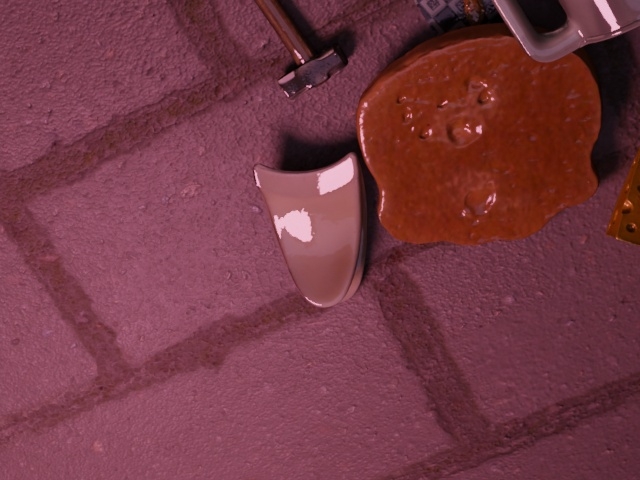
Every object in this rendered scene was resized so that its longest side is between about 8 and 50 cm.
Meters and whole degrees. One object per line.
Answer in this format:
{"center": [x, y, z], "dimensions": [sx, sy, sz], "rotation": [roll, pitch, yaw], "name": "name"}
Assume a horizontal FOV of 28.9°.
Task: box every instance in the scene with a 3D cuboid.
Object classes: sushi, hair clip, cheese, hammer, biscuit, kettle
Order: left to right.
{"center": [-0.101, -0.394, 1.938], "dimensions": [0.111, 0.043, 0.365], "rotation": [-31, 104, 18], "name": "hammer"}
{"center": [0.001, -0.011, 2.049], "dimensions": [0.172, 0.113, 0.282], "rotation": [-7, 106, 8], "name": "hair clip"}
{"center": [0.256, -0.164, 1.968], "dimensions": [0.385, 0.062, 0.365], "rotation": [-9, 118, 8], "name": "biscuit"}
{"center": [0.252, -0.326, 1.929], "dimensions": [0.139, 0.031, 0.201], "rotation": [-32, 106, 17], "name": "sushi"}
{"center": [0.360, -0.445, 1.756], "dimensions": [0.265, 0.205, 0.318], "rotation": [-40, 107, -20], "name": "kettle"}
{"center": [0.531, -0.072, 1.983], "dimensions": [0.093, 0.126, 0.171], "rotation": [19, 94, 4], "name": "cheese"}
